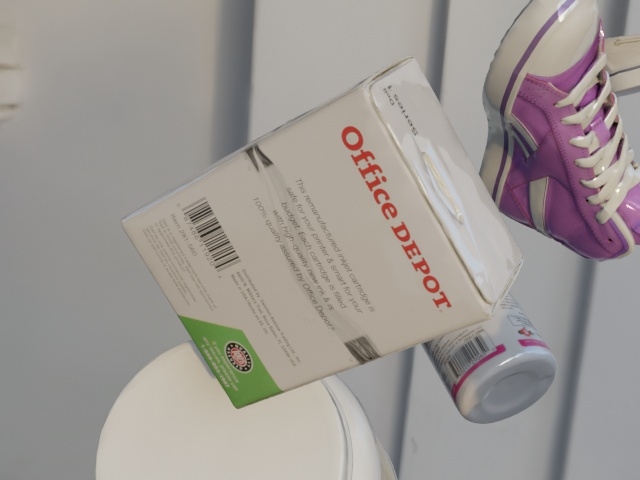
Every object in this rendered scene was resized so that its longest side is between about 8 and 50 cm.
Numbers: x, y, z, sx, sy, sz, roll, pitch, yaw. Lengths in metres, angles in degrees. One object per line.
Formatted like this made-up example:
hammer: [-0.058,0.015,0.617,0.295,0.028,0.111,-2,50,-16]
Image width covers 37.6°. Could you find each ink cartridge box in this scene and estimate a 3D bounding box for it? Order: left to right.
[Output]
ink cartridge box: [0.000,0.000,0.628,0.219,0.160,0.092,-24,10,33]

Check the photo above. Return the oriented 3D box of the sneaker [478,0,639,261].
sneaker: [0.213,-0.079,0.728,0.161,0.102,0.282,38,-15,23]

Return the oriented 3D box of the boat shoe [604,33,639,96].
boat shoe: [0.469,-0.249,1.160,0.258,0.084,0.095,-15,-3,4]

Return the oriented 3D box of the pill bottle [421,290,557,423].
pill bottle: [0.224,0.123,1.438,0.161,0.160,0.283,-3,44,-25]

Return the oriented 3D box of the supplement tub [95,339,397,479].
supplement tub: [-0.055,0.233,0.888,0.241,0.241,0.331,8,-21,13]
